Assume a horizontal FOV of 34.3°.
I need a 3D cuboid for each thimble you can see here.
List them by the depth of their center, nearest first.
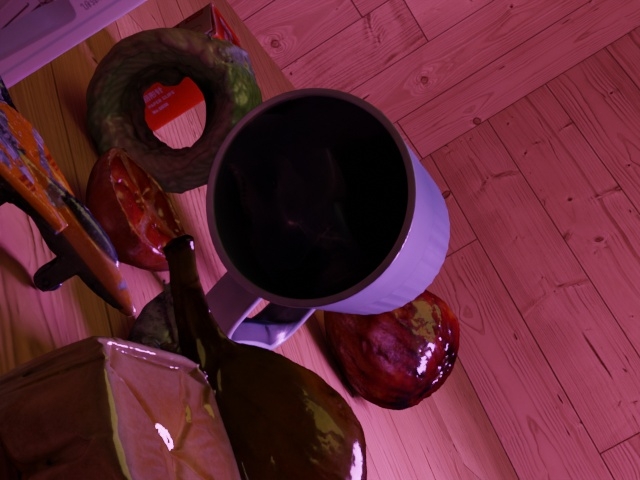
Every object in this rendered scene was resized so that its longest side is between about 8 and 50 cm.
[{"bbox_3d":[-0.184,-0.173,1.346,0.219,0.219,0.150,58,11,-3],"label":"thimble"}]

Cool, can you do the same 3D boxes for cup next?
[{"bbox_3d":[0.020,0.002,1.352,0.311,0.257,0.331,24,80,-72],"label":"cup"}]

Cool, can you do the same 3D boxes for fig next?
[{"bbox_3d":[-0.070,0.141,0.972,0.191,0.191,0.290,20,51,-74],"label":"fig"},{"bbox_3d":[0.124,0.179,1.842,0.263,0.224,0.224,38,15,-14],"label":"fig"}]

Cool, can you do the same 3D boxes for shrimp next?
[{"bbox_3d":[-0.154,0.084,1.086,0.079,0.090,0.232,23,31,-10],"label":"shrimp"}]

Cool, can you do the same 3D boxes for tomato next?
[{"bbox_3d":[-0.217,-0.025,1.166,0.155,0.069,0.155,55,14,-21],"label":"tomato"}]

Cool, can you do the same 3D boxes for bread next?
[{"bbox_3d":[-0.147,0.180,0.785,0.192,0.110,0.210,68,12,16],"label":"bread"}]

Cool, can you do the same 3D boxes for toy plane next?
[{"bbox_3d":[-0.273,-0.054,0.925,0.316,0.103,0.204,63,10,-14],"label":"toy plane"}]

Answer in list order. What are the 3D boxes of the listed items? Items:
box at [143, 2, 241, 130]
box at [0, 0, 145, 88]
[{"bbox_3d":[-0.217,-0.270,1.599,0.099,0.182,0.133,53,14,-31],"label":"box"},{"bbox_3d":[-0.274,-0.273,1.059,0.135,0.269,0.079,54,11,-34],"label":"box"}]
